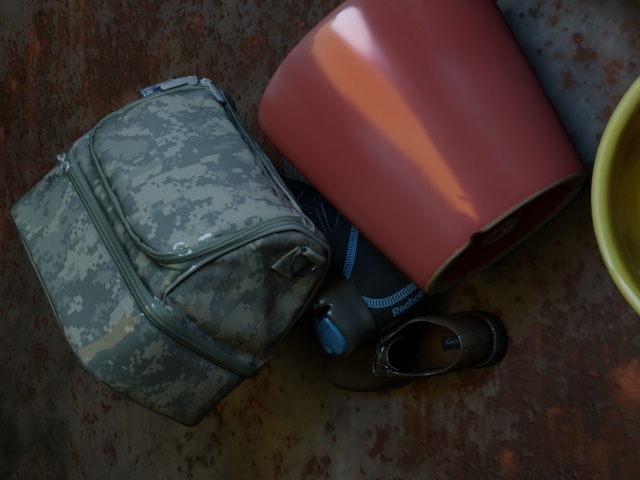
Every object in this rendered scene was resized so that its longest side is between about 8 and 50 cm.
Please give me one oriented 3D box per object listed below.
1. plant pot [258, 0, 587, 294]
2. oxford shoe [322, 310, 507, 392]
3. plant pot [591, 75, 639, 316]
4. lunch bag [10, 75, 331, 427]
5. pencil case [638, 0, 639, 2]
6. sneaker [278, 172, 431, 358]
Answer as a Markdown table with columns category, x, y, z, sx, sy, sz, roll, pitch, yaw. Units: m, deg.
| category | x | y | z | sx | sy | sz | roll | pitch | yaw |
| --- | --- | --- | --- | --- | --- | --- | --- | --- | --- |
| plant pot | 0.112 | -0.099 | 1.071 | 0.275 | 0.275 | 0.243 | -43 | 72 | 29 |
| oxford shoe | 0.080 | 0.118 | 1.177 | 0.227 | 0.096 | 0.083 | -21 | 77 | 38 |
| plant pot | 0.379 | -0.030 | 0.855 | 0.254 | 0.239 | 0.254 | -2 | 87 | 39 |
| lunch bag | -0.147 | -0.005 | 1.133 | 0.256 | 0.212 | 0.305 | -41 | 48 | 6 |
| pencil case | 0.207 | -0.347 | 1.016 | 0.386 | 0.160 | 0.167 | 30 | 110 | 22 |
| sneaker | 0.000 | 0.000 | 1.246 | 0.341 | 0.139 | 0.125 | 49 | 160 | 44 |
